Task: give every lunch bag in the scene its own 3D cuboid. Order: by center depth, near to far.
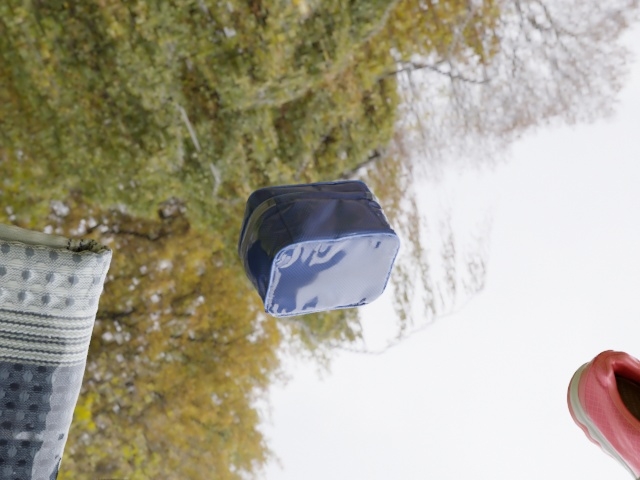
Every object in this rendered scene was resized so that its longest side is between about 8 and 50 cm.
[{"bbox_3d":[0.000,0.000,0.620,0.098,0.067,0.065,-5,-136,-25],"label":"lunch bag"}]

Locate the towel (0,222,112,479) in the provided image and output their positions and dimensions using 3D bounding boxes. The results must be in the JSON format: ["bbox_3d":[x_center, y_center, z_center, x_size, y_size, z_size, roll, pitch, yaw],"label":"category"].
[{"bbox_3d":[-0.349,0.113,0.731,0.324,0.312,0.056,11,-162,-20],"label":"towel"}]

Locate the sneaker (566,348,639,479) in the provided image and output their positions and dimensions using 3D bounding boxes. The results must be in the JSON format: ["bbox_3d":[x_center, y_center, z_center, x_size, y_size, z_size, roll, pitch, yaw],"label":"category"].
[{"bbox_3d":[0.391,0.244,1.059,0.116,0.136,0.314,-38,-113,-13],"label":"sneaker"}]

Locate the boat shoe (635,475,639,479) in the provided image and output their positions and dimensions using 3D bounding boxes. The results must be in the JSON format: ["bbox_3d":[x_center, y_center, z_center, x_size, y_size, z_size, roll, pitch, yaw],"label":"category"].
[{"bbox_3d":[0.152,0.123,0.217,0.078,0.070,0.219,-20,-155,-21],"label":"boat shoe"}]

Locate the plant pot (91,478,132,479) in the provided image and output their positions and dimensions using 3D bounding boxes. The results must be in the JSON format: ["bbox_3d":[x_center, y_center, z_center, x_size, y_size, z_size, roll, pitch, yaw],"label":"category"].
[{"bbox_3d":[-0.161,0.373,0.879,0.191,0.284,0.284,-1,-147,50],"label":"plant pot"}]
